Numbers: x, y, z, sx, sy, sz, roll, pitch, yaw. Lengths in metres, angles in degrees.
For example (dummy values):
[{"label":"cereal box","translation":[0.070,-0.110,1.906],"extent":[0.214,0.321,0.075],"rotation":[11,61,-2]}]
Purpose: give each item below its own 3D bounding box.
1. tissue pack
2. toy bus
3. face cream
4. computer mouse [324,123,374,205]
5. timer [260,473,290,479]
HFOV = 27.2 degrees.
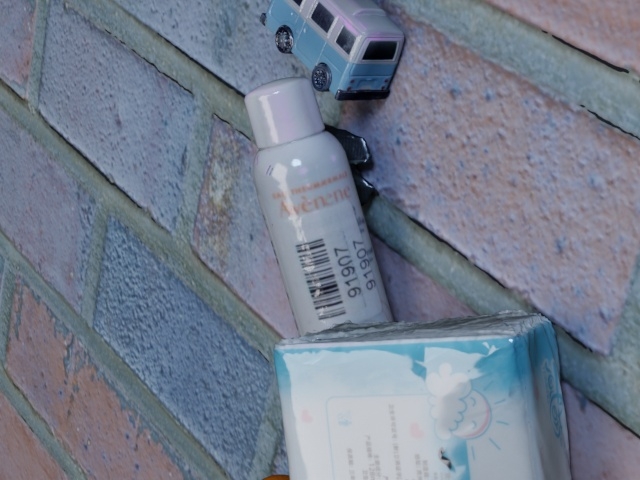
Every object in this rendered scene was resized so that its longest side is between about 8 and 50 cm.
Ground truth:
[{"label":"tissue pack","translation":[0.085,0.192,0.966],"extent":[0.202,0.124,0.271],"rotation":[-5,92,28]},{"label":"toy bus","translation":[0.011,-0.174,1.083],"extent":[0.123,0.060,0.075],"rotation":[49,129,34]},{"label":"face cream","translation":[0.000,0.000,1.073],"extent":[0.082,0.082,0.269],"rotation":[-4,106,53]},{"label":"computer mouse","translation":[-0.006,-0.062,1.137],"extent":[0.135,0.047,0.079],"rotation":[11,106,49]},{"label":"timer","translation":[-0.044,0.273,1.209],"extent":[0.136,0.099,0.136],"rotation":[-2,87,43]}]
